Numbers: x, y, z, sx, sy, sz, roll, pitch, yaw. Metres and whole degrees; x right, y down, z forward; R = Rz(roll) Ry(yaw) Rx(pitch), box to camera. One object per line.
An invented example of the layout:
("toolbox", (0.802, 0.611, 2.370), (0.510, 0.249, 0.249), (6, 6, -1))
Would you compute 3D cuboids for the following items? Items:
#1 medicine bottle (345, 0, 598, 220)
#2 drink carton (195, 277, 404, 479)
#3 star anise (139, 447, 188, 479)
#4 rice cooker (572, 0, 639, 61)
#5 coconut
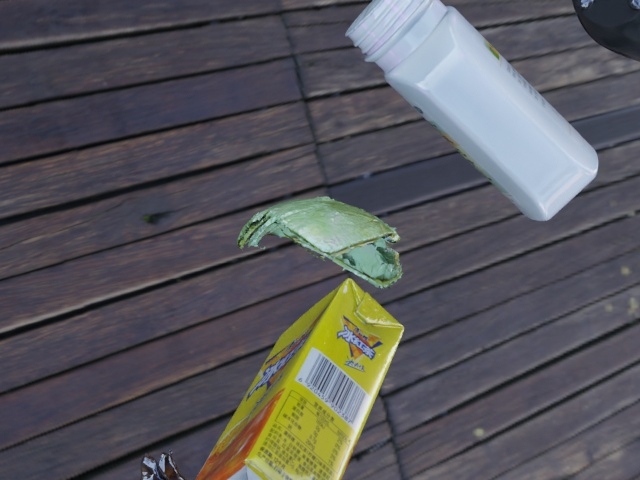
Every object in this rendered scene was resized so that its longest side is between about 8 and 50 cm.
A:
("medicine bottle", (0.181, -0.176, 1.165), (0.324, 0.179, 0.124), (44, 106, -12))
("drink carton", (-0.026, 0.203, 1.129), (0.111, 0.154, 0.351), (42, 34, -8))
("star anise", (-0.161, 0.372, 1.127), (0.102, 0.272, 0.272), (-28, 103, 2))
("rice cooker", (0.257, -0.231, 0.711), (0.118, 0.142, 0.203), (-4, 101, -29))
("coconut", (0.003, -0.004, 0.774), (0.133, 0.158, 0.055), (14, 83, 8))
